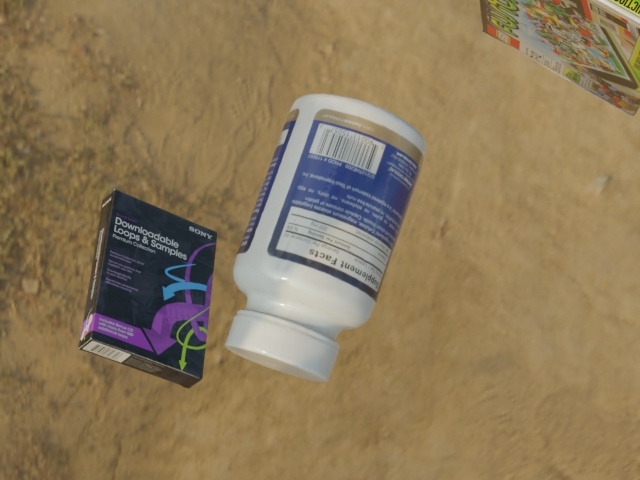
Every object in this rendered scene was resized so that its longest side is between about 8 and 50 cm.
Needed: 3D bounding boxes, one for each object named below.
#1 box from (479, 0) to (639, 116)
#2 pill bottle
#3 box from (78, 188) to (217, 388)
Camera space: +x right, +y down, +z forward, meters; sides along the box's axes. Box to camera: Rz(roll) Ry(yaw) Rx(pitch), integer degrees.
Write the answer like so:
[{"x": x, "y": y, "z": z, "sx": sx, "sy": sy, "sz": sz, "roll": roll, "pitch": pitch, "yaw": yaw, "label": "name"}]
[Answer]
[{"x": 0.145, "y": -0.129, "z": 0.727, "sx": 0.114, "sy": 0.207, "sz": 0.036, "roll": 32, "pitch": 90, "yaw": 10, "label": "box"}, {"x": 0.000, "y": 0.000, "z": 0.588, "sx": 0.067, "sy": 0.067, "sz": 0.120, "roll": 20, "pitch": 78, "yaw": -3, "label": "pill bottle"}, {"x": -0.154, "y": 0.043, "z": 1.186, "sx": 0.116, "sy": 0.029, "sz": 0.162, "roll": 24, "pitch": 50, "yaw": -29, "label": "box"}]
